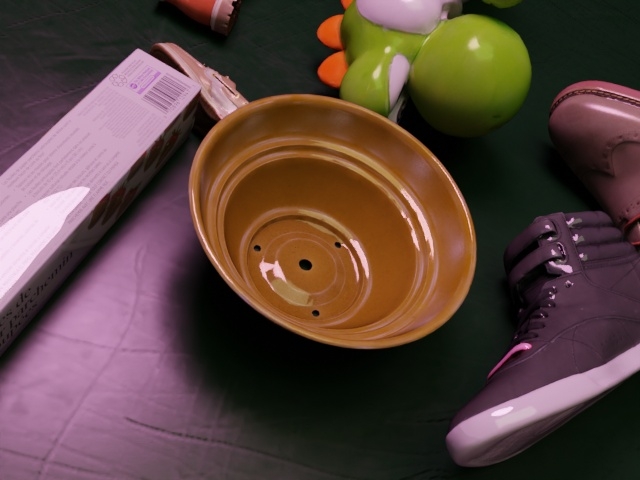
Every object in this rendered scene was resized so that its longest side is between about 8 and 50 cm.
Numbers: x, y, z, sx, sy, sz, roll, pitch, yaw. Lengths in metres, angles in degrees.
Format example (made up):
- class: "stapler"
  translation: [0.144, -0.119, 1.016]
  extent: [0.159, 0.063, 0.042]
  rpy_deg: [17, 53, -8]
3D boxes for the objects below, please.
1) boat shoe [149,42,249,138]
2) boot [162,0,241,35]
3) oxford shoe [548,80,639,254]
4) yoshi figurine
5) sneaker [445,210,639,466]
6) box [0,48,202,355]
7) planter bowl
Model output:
- class: "boat shoe"
  translation: [-0.091, -0.117, 0.635]
  extent: [0.135, 0.050, 0.045]
  rpy_deg: [49, 50, 1]
- class: "boot"
  translation: [-0.105, -0.275, 0.729]
  extent: [0.085, 0.059, 0.158]
  rpy_deg: [19, 54, -3]
- class: "oxford shoe"
  translation: [0.339, -0.009, 0.691]
  extent: [0.348, 0.123, 0.130]
  rpy_deg: [44, 58, 11]
- class: "yoshi figurine"
  translation: [0.146, -0.238, 0.710]
  extent: [0.203, 0.203, 0.362]
  rpy_deg: [37, 70, -38]
- class: "sneaker"
  translation: [0.172, 0.065, 0.588]
  extent: [0.296, 0.104, 0.147]
  rpy_deg: [-18, 64, -37]
- class: "box"
  translation: [-0.191, -0.014, 0.513]
  extent: [0.067, 0.063, 0.324]
  rpy_deg: [29, 52, 0]
- class: "planter bowl"
  translation: [0.000, 0.000, 0.563]
  extent: [0.217, 0.090, 0.217]
  rpy_deg: [11, 54, -16]
